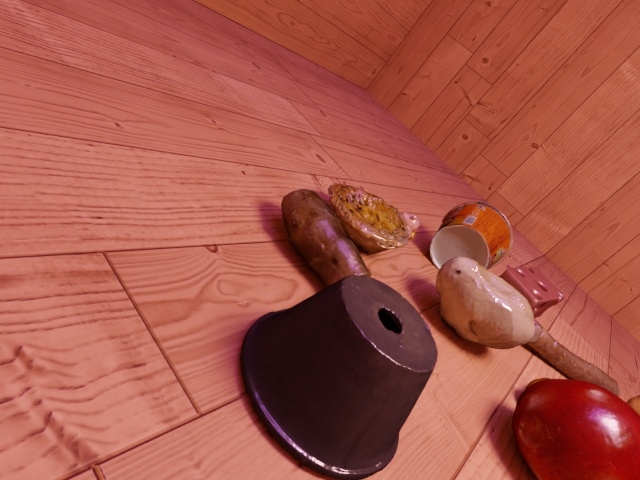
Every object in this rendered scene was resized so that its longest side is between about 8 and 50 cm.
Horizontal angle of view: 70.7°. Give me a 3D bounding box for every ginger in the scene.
[{"bbox_3d":[0.000,0.000,0.883,0.109,0.116,0.263,-22,62,-17],"label":"ginger"}]

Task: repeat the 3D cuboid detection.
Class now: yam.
[{"bbox_3d":[0.736,0.359,1.326,0.357,0.081,0.081,36,25,-13],"label":"yam"}]

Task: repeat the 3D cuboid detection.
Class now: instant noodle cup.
[{"bbox_3d":[0.446,0.011,1.368,0.230,0.230,0.182,45,34,12],"label":"instant noodle cup"}]

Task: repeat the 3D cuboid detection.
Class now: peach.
[{"bbox_3d":[0.462,0.351,0.816,0.244,0.199,0.243,27,19,-10],"label":"peach"}]

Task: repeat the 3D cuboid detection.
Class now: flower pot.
[{"bbox_3d":[0.047,0.155,0.611,0.269,0.166,0.269,33,24,-17],"label":"flower pot"}]

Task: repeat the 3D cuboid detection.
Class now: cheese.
[{"bbox_3d":[0.529,0.171,1.240,0.203,0.177,0.128,1,44,-44],"label":"cheese"}]

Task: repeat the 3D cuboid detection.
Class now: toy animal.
[{"bbox_3d":[0.253,-0.053,1.349,0.091,0.082,0.114,46,26,17],"label":"toy animal"}]

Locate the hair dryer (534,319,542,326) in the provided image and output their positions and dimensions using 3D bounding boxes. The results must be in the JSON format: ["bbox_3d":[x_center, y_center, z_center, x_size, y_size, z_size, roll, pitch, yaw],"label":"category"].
[{"bbox_3d":[0.702,0.319,1.404,0.154,0.054,0.106,45,19,-12],"label":"hair dryer"}]

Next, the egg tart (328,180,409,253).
[{"bbox_3d":[0.111,-0.048,1.135,0.232,0.098,0.252,-1,42,-46],"label":"egg tart"}]

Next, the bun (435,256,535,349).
[{"bbox_3d":[0.383,0.163,1.073,0.259,0.160,0.259,29,18,-10],"label":"bun"}]

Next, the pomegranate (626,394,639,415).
[{"bbox_3d":[0.925,0.512,1.210,0.207,0.207,0.207,32,26,-17],"label":"pomegranate"}]

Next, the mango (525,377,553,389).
[{"bbox_3d":[0.525,0.365,1.018,0.178,0.090,0.115,19,23,-53],"label":"mango"}]
